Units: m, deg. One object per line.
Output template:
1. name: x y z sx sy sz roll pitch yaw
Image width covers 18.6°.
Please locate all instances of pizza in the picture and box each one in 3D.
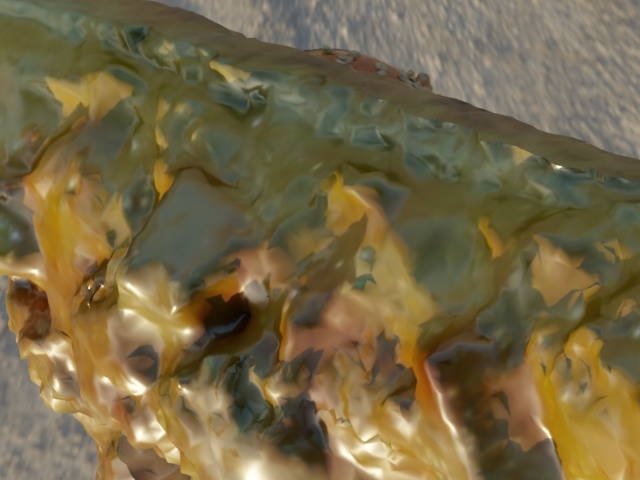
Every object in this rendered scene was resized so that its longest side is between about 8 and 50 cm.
1. pizza: 0.056 0.065 0.432 0.087 0.268 0.258 -58 139 -16

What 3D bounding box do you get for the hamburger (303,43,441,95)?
1. hamburger: 0.004 0.000 1.138 0.237 0.147 0.237 -10 107 -36
